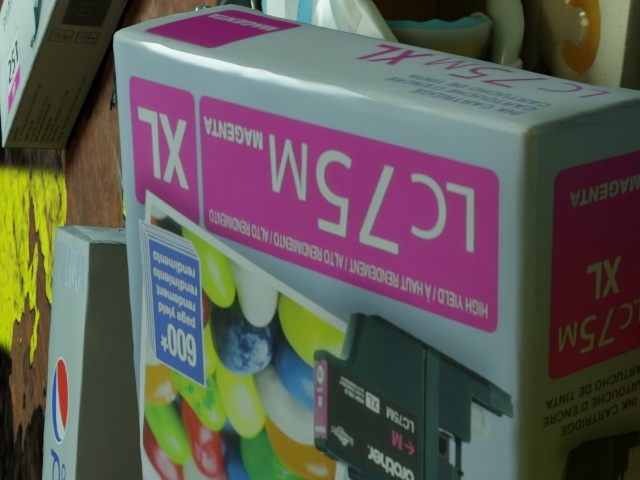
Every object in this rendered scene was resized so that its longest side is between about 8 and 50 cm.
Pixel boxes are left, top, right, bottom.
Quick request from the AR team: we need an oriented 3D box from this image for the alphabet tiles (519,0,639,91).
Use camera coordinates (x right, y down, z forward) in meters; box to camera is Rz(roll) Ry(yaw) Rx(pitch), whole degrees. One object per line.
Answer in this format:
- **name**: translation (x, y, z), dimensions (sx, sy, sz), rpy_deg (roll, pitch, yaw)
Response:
- **alphabet tiles**: translation (0.081, -0.191, 0.500), dimensions (0.284, 0.021, 0.278), rpy_deg (-136, 46, -62)

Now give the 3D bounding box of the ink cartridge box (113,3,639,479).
- **ink cartridge box**: translation (0.014, 0.093, 0.476), dimensions (0.186, 0.065, 0.311), rpy_deg (20, 120, 47)

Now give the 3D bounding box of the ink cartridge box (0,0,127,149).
- **ink cartridge box**: translation (-0.209, -0.240, 1.197), dimensions (0.275, 0.060, 0.239), rpy_deg (129, 137, -56)

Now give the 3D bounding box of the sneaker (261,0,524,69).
- **sneaker**: translation (0.025, -0.037, 0.526), dimensions (0.092, 0.087, 0.229), rpy_deg (179, 85, -70)

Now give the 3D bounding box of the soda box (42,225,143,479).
- **soda box**: translation (-0.100, 0.138, 0.829), dimensions (0.091, 0.098, 0.286), rpy_deg (-165, 79, -69)

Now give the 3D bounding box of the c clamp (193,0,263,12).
- **c clamp**: translation (-0.056, -0.075, 0.852), dimensions (0.137, 0.022, 0.161), rpy_deg (-46, 44, 52)
